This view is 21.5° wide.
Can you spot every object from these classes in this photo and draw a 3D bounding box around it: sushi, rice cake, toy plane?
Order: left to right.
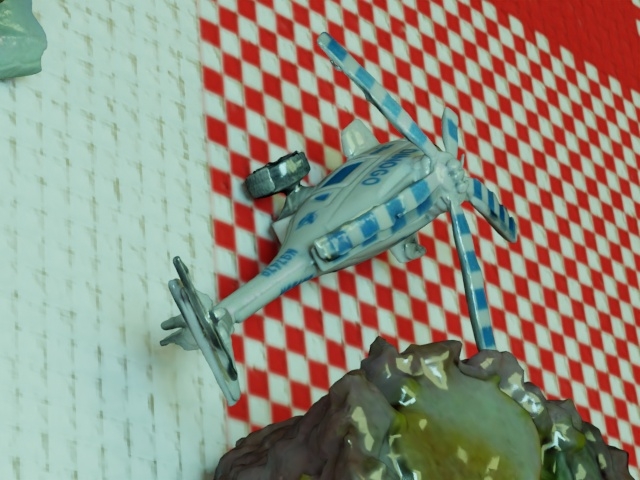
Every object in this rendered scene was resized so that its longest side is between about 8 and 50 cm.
[{"bbox_3d":[-0.166,-0.160,0.792,0.042,0.030,0.180,-8,74,-48],"label":"rice cake"},{"bbox_3d":[0.004,0.011,0.848,0.182,0.107,0.273,53,42,-22],"label":"toy plane"},{"bbox_3d":[0.044,0.183,0.722,0.236,0.171,0.270,-8,72,-53],"label":"sushi"}]

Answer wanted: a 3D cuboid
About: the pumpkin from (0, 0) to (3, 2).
[{"bbox_3d":[-0.194,-0.235,0.623,0.323,0.241,0.323,23,50,-30],"label":"pumpkin"}]
